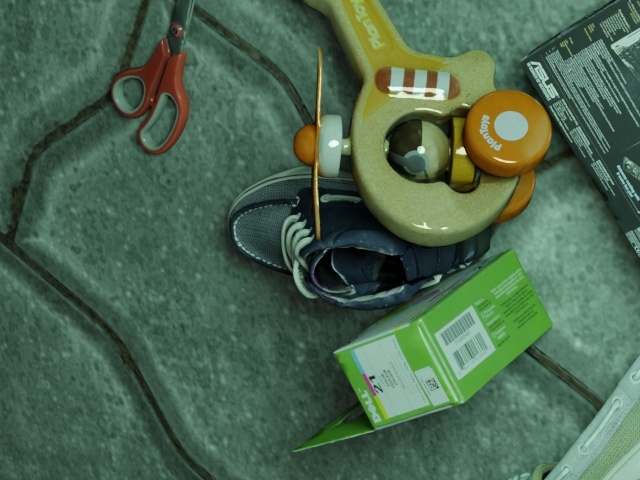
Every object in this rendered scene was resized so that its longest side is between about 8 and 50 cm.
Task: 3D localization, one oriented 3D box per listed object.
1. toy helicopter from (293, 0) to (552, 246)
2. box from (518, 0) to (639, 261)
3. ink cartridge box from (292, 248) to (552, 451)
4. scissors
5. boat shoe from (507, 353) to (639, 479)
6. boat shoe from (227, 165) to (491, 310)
[{"bbox_3d":[0.055,-0.150,1.654,0.140,0.235,0.355,94,151,-68],"label":"toy helicopter"},{"bbox_3d":[0.356,-0.096,1.518,0.242,0.076,0.307,-31,90,43],"label":"box"},{"bbox_3d":[0.085,0.120,1.763,0.255,0.189,0.097,-23,96,43],"label":"ink cartridge box"},{"bbox_3d":[-0.157,-0.219,1.911,0.109,0.021,0.297,48,131,13],"label":"scissors"},{"bbox_3d":[0.268,0.235,1.731,0.103,0.118,0.320,53,129,14],"label":"boat shoe"},{"bbox_3d":[0.000,0.000,1.794,0.341,0.158,0.127,-3,109,39],"label":"boat shoe"}]
